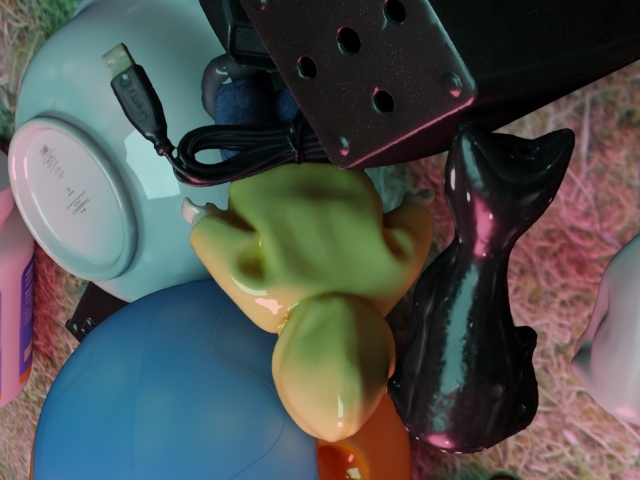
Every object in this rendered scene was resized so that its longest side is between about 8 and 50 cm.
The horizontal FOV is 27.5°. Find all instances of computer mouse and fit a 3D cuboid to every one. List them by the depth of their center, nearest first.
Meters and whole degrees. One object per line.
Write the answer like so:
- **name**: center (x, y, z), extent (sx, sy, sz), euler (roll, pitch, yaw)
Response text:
- **computer mouse**: center (-0.068, -0.155, 0.881), extent (0.262, 0.184, 0.060), euler (68, 161, 7)

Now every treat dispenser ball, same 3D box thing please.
- **treat dispenser ball**: center (-0.074, 0.174, 0.994), extent (0.288, 0.288, 0.288), euler (23, 129, 32)

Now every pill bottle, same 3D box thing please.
- **pill bottle**: center (-0.365, 0.037, 1.315), extent (0.152, 0.152, 0.272), euler (32, 133, 25)

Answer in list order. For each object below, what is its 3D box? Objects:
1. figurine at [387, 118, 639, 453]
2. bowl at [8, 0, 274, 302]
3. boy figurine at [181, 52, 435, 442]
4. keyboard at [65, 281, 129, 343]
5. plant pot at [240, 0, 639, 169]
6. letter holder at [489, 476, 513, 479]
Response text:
- **figurine**: center (0.159, 0.016, 0.787), extent (0.092, 0.215, 0.209), euler (-118, 29, -51)
- **bowl**: center (-0.159, -0.056, 1.076), extent (0.298, 0.134, 0.297), euler (23, 128, 32)
- **boy figurine**: center (0.000, 0.000, 0.895), extent (0.092, 0.177, 0.285), euler (111, 147, -60)
- **keyboard**: center (-0.132, 0.174, 1.269), extent (0.317, 0.033, 0.201), euler (45, 130, 14)
- **plant pot**: center (0.068, -0.143, 0.781), extent (0.187, 0.167, 0.188), euler (-25, 97, 49)
- **letter holder**: center (0.160, 0.367, 1.023), extent (0.302, 0.152, 0.214), euler (49, 136, 9)
